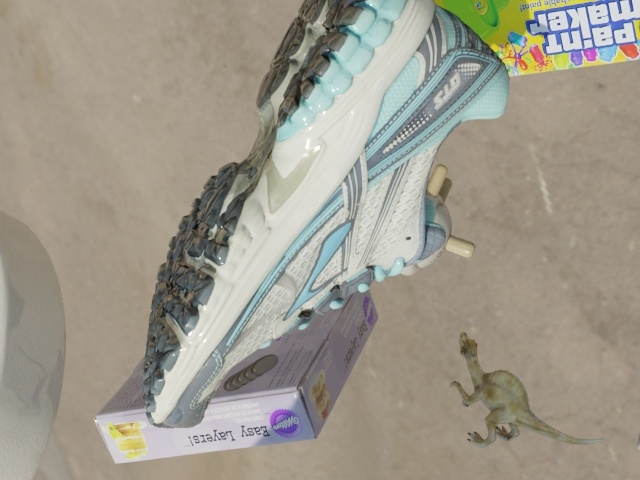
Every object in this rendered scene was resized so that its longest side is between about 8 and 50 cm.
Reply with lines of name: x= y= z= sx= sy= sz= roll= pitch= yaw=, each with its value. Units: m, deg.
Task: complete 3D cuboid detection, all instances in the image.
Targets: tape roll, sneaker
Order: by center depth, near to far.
sneaker: x=0.000 y=0.000 z=0.541 sx=0.283 sy=0.122 sz=0.110 roll=-57 pitch=21 yaw=19
tape roll: x=-0.385 y=0.132 z=0.868 sx=0.392 sy=0.392 sz=0.072 roll=32 pitch=177 yaw=39

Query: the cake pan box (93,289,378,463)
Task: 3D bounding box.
cake pan box: x=-0.083 y=0.134 z=1.124 sx=0.245 sy=0.267 sz=0.070 roll=-10 pitch=111 yaw=21

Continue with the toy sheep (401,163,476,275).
toy sheep: x=0.050 y=-0.019 z=0.731 sx=0.132 sy=0.091 sz=0.091 roll=21 pitch=136 yaw=21

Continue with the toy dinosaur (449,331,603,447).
toy dinosaur: x=0.196 y=0.180 z=1.071 sx=0.183 sy=0.053 sz=0.092 roll=41 pitch=132 yaw=19

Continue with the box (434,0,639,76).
box: x=0.235 y=-0.312 z=0.920 sx=0.290 sy=0.177 sz=0.279 roll=-2 pitch=114 yaw=40

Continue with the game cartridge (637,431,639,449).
game cartridge: x=0.505 y=0.109 z=1.162 sx=0.230 sy=0.355 sz=0.068 roll=21 pitch=158 yaw=-4
